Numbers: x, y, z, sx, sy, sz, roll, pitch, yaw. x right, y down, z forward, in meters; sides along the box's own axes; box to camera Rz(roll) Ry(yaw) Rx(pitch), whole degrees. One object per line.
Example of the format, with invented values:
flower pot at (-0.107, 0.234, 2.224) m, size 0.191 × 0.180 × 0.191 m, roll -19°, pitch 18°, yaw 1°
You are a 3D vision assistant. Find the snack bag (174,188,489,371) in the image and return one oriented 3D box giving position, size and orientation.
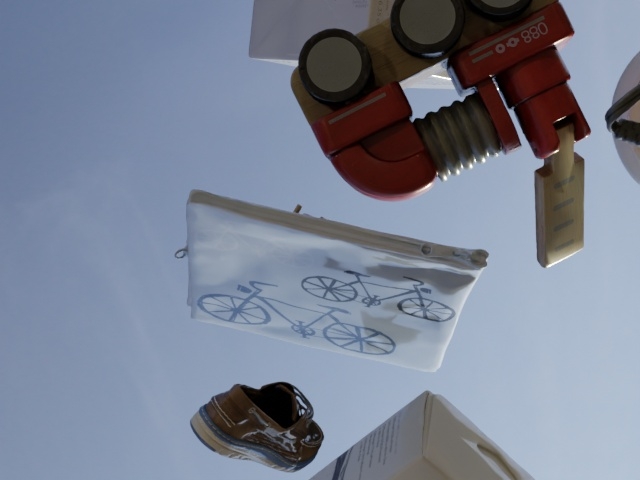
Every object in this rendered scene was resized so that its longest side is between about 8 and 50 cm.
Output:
snack bag at (-0.001, 0.048, 1.263) m, size 0.323 × 0.342 × 0.037 m, roll 13°, pitch -116°, yaw 2°

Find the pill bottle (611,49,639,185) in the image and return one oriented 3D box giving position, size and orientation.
pill bottle at (0.371, -0.121, 1.083) m, size 0.318 × 0.176 × 0.176 m, roll -25°, pitch -78°, yaw -70°

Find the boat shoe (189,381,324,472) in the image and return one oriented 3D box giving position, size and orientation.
boat shoe at (-0.040, 0.170, 1.053) m, size 0.066 × 0.066 × 0.183 m, roll -47°, pitch -28°, yaw 13°

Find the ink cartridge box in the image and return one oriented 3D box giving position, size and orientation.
ink cartridge box at (0.088, 0.352, 1.293) m, size 0.223 × 0.307 × 0.129 m, roll 42°, pitch -155°, yaw -13°

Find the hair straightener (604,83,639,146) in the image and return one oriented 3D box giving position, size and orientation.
hair straightener at (0.165, -0.057, 0.489) m, size 0.230 × 0.047 × 0.089 m, roll 0°, pitch -105°, yaw -56°

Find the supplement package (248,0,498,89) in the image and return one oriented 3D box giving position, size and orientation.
supplement package at (0.085, -0.276, 1.316) m, size 0.293 × 0.175 × 0.177 m, roll 0°, pitch -83°, yaw -50°

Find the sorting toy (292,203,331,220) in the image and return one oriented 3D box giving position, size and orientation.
sorting toy at (0.000, 0.000, 1.481) m, size 0.132 × 0.274 × 0.046 m, roll 26°, pitch -79°, yaw -29°

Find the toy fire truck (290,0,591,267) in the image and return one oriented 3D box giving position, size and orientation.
toy fire truck at (0.121, -0.079, 0.926) m, size 0.217 × 0.158 × 0.246 m, roll -27°, pitch -93°, yaw 4°
